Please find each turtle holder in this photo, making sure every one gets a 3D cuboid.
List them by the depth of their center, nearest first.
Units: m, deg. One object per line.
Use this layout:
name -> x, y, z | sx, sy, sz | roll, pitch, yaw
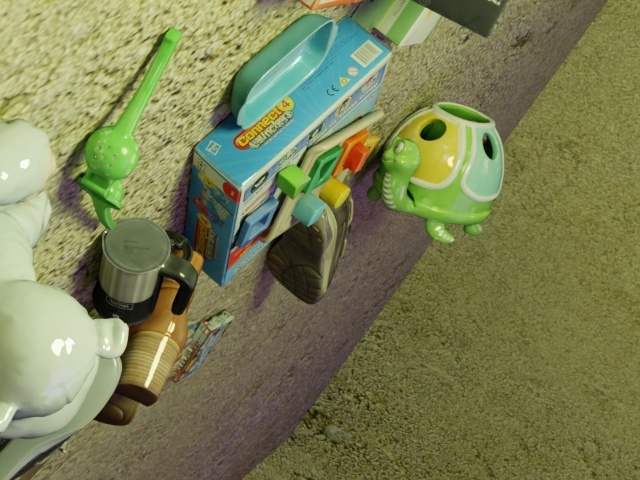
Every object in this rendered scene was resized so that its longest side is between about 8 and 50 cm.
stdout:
turtle holder -> 0.213, -0.150, 2.409 | 0.320, 0.243, 0.227 | 8, 114, -30

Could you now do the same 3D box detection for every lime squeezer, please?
lime squeezer -> -0.223, -0.086, 1.328 | 0.310, 0.059, 0.110 | 117, -13, -45

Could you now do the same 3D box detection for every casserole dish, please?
casserole dish -> -0.051, -0.217, 1.554 | 0.188, 0.037, 0.114 | -43, 168, -25

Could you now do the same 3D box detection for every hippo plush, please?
hippo plush -> -0.262, 0.035, 1.053 | 0.234, 0.236, 0.294 | -43, 167, -29

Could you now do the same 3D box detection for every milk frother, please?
milk frother -> -0.219, 0.017, 1.579 | 0.135, 0.129, 0.143 | 116, -24, -54

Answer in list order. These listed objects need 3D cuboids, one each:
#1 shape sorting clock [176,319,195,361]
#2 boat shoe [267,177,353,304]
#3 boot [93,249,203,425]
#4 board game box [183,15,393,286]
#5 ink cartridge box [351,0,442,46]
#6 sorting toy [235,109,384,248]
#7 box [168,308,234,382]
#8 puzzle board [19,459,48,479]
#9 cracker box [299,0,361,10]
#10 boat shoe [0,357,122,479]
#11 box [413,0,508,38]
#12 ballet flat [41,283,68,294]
shape sorting clock -> -0.279, 0.217, 2.098 | 0.206, 0.040, 0.206 | -47, 169, -12
boat shoe -> 0.000, 0.000, 2.228 | 0.130, 0.132, 0.355 | -44, 169, -25
boot -> -0.270, 0.134, 1.750 | 0.283, 0.109, 0.220 | -33, -146, 54
board game box -> -0.053, -0.119, 1.741 | 0.308, 0.086, 0.302 | -44, 168, -25
ink cartridge box -> 0.141, -0.359, 1.782 | 0.171, 0.056, 0.235 | -54, 169, 23
sorting toy -> 0.012, -0.084, 1.756 | 0.347, 0.047, 0.196 | -36, 162, -51
box -> -0.221, 0.193, 2.279 | 0.137, 0.027, 0.094 | -54, 169, 23
puzzle board -> -0.473, 0.370, 1.937 | 0.128, 0.011, 0.096 | -48, 168, -9
cracker box -> 0.056, -0.371, 1.377 | 0.232, 0.067, 0.156 | -54, 170, 25
boat shoe -> -0.377, 0.244, 1.635 | 0.306, 0.113, 0.105 | -47, 175, 4
box -> 0.213, -0.416, 1.516 | 0.270, 0.143, 0.165 | -62, -176, 40
ballet flat -> -0.328, 0.096, 1.457 | 0.086, 0.086, 0.248 | -44, 169, -27
